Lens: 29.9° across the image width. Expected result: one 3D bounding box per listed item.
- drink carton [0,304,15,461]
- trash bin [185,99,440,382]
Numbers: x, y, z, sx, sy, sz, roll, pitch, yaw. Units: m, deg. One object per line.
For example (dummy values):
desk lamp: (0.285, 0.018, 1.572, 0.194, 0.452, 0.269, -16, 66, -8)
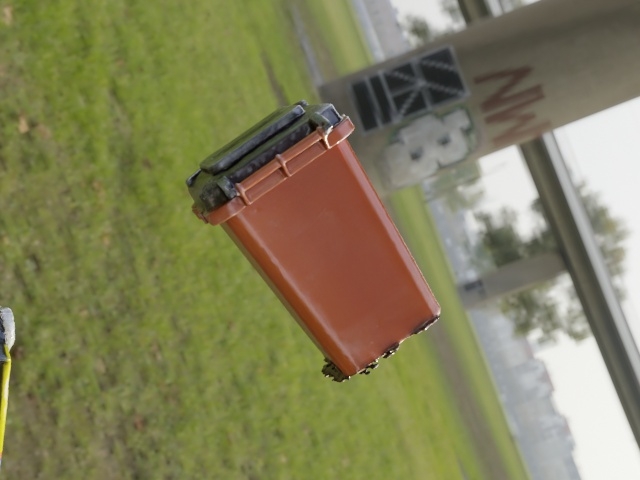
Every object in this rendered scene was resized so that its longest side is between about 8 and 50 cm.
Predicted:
drink carton: (-0.151, 0.057, 0.463, 0.071, 0.056, 0.166, 67, -28, 25)
trash bin: (0.000, 0.000, 1.113, 0.239, 0.161, 0.184, 56, -7, -10)
